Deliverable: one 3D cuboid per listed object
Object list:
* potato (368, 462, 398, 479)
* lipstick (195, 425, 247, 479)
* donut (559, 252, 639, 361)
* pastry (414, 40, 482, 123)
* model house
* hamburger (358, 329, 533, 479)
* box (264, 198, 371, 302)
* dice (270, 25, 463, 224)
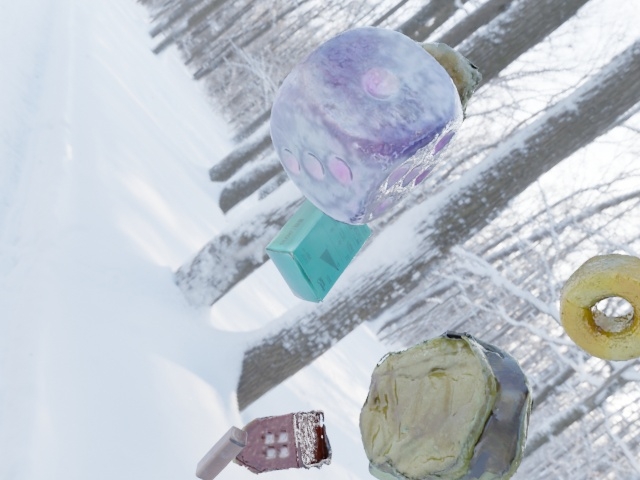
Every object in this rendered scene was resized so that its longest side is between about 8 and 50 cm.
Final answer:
[{"bbox_3d":[0.154,0.464,1.322,0.149,0.081,0.120,60,32,-46],"label":"potato"},{"bbox_3d":[-0.225,0.485,1.337,0.045,0.145,0.045,33,21,-19],"label":"lipstick"},{"bbox_3d":[0.755,0.186,1.518,0.303,0.303,0.110,51,44,4],"label":"donut"},{"bbox_3d":[0.249,-0.357,1.437,0.236,0.257,0.121,19,34,-1],"label":"pastry"},{"bbox_3d":[-0.122,0.575,1.681,0.196,0.254,0.160,28,53,-62],"label":"model house"},{"bbox_3d":[0.208,0.285,0.985,0.134,0.265,0.285,26,-16,-34],"label":"hamburger"},{"bbox_3d":[0.000,0.000,1.724,0.118,0.311,0.205,3,-45,43],"label":"box"},{"bbox_3d":[0.082,-0.214,1.127,0.270,0.270,0.271,47,-23,14],"label":"dice"}]
